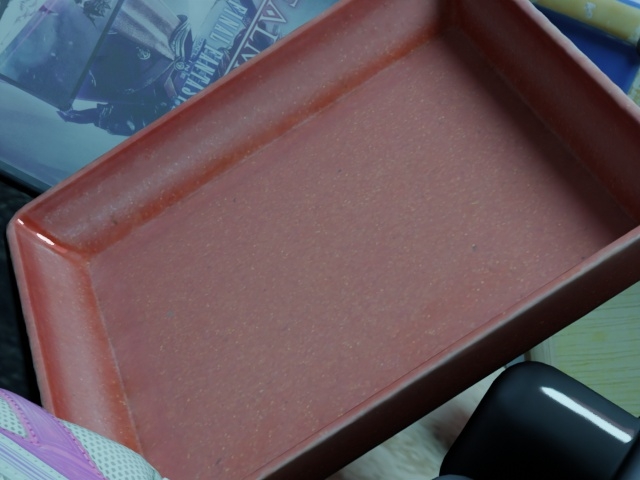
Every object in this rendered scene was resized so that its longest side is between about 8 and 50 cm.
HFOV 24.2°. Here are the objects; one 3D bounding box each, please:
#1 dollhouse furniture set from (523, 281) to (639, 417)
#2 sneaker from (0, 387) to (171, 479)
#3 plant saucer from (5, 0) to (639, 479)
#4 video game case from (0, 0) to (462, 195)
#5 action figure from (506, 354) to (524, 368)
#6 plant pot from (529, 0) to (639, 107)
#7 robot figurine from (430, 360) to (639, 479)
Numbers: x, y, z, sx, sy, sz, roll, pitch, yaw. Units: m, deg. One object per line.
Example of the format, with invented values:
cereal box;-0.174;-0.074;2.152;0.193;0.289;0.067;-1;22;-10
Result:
dollhouse furniture set;0.300;0.040;0.799;0.256;0.362;0.394;-5;6;30
sneaker;-0.067;0.118;0.440;0.252;0.103;0.111;43;28;25
plant saucer;0.000;0.000;0.622;0.047;0.258;0.259;55;3;-36
video game case;-0.091;-0.104;0.738;0.274;0.196;0.026;28;18;-7
action figure;0.214;0.071;0.925;0.232;0.063;0.137;1;35;-43
plant pot;0.073;-0.111;0.873;0.236;0.236;0.212;17;23;-18
robot figurine;0.152;0.165;0.530;0.278;0.209;0.173;34;7;9
